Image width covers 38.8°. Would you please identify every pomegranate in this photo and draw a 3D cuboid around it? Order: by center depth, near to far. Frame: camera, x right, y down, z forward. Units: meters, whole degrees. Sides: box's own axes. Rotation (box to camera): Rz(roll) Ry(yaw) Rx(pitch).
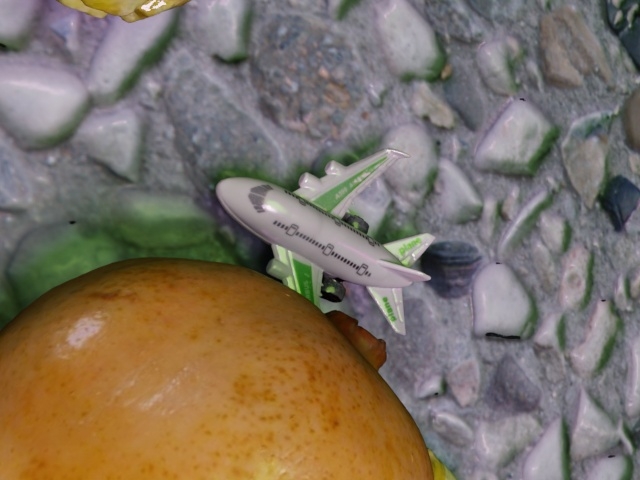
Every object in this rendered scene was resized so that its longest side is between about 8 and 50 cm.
[{"bbox_3d":[-0.095,0.199,0.725,0.417,0.417,0.416,3,83,-29],"label":"pomegranate"}]

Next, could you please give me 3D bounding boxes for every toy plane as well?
[{"bbox_3d":[-0.002,0.001,0.950,0.255,0.101,0.251,26,73,-21],"label":"toy plane"}]

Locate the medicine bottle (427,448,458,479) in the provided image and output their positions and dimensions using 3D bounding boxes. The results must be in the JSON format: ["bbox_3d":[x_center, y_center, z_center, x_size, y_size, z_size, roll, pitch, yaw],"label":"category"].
[{"bbox_3d":[0.133,0.328,0.983,0.239,0.124,0.124,48,65,-16],"label":"medicine bottle"}]

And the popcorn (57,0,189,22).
[{"bbox_3d":[-0.194,-0.303,0.830,0.221,0.183,0.204,25,60,-11],"label":"popcorn"}]
